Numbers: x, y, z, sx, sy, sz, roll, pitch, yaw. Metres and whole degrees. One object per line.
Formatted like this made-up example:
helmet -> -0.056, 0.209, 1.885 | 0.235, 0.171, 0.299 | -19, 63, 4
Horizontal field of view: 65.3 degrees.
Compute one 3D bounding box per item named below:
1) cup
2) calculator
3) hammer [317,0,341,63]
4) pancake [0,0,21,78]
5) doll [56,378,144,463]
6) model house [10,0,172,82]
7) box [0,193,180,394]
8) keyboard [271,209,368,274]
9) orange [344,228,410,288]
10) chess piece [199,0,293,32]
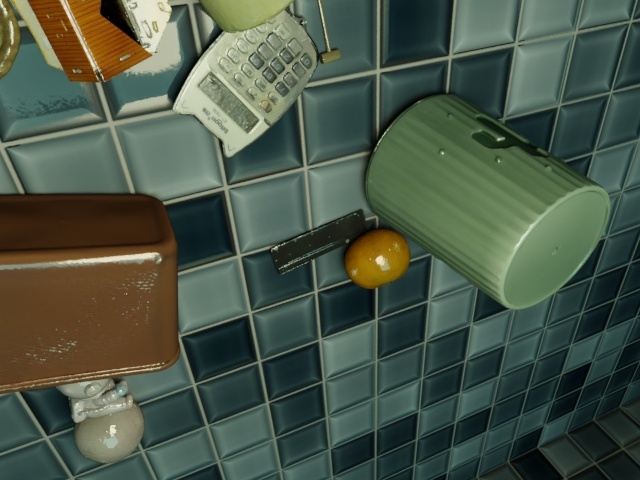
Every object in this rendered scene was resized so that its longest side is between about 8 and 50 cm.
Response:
cup -> 0.348, -0.105, 1.003 | 0.401, 0.392, 0.310 | -32, 136, -11
calculator -> -0.118, -0.282, 0.861 | 0.268, 0.040, 0.177 | -44, 130, 4
hammer -> 0.008, -0.370, 0.881 | 0.035, 0.019, 0.110 | -23, 126, -12
pancake -> -0.513, -0.293, 0.664 | 0.199, 0.021, 0.199 | -13, 125, -20
doll -> -0.463, 0.333, 1.036 | 0.150, 0.151, 0.287 | -17, 123, -16
model house -> -0.311, -0.330, 0.667 | 0.207, 0.136, 0.219 | -21, 128, -11
box -> -0.411, 0.067, 0.820 | 0.339, 0.239, 0.229 | -2, 119, -25
keyboard -> 0.000, 0.000, 1.123 | 0.231, 0.023, 0.072 | -24, 122, -12
orange -> 0.131, 0.044, 1.137 | 0.156, 0.124, 0.156 | -27, 159, -11
chess piece -> -0.192, -0.474, 0.593 | 0.234, 0.234, 0.442 | -42, 135, 4
